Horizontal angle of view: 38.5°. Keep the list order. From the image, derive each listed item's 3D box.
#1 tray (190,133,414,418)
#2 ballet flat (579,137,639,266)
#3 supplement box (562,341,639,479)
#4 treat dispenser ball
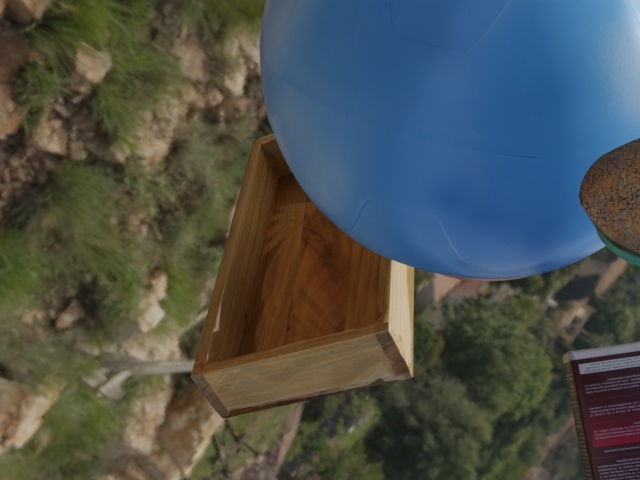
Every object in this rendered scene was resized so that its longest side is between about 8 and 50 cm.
[{"bbox_3d":[0.000,0.000,1.018,0.411,0.202,0.076,-81,150,-51],"label":"tray"},{"bbox_3d":[0.259,-0.038,0.328,0.108,0.315,0.106,-75,165,-50],"label":"ballet flat"},{"bbox_3d":[0.415,0.262,1.236,0.073,0.130,0.240,61,22,-76],"label":"supplement box"},{"bbox_3d":[0.105,-0.117,0.594,0.288,0.288,0.288,-43,153,-28],"label":"treat dispenser ball"}]
